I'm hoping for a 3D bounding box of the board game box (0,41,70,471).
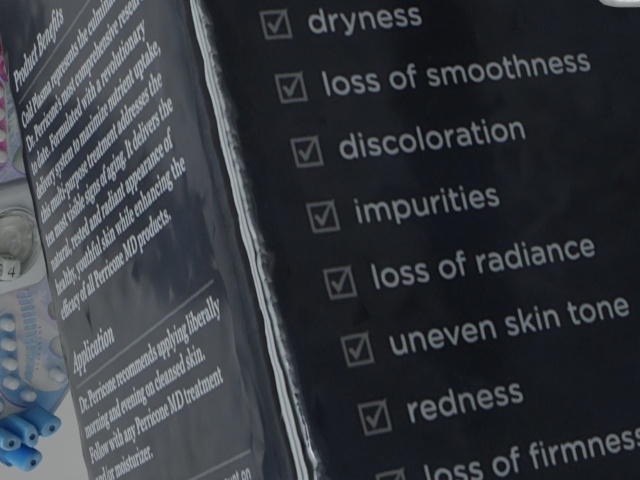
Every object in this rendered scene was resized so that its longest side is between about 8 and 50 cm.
[{"bbox_3d":[-0.324,0.004,1.868,0.390,0.050,0.390,-57,-45,-11],"label":"board game box"}]

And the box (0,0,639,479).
[{"bbox_3d":[0.104,-0.071,0.966,0.480,0.297,0.472,-7,-102,-26],"label":"box"}]

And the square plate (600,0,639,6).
[{"bbox_3d":[0.273,-0.259,0.652,0.049,0.347,0.344,12,-99,-54],"label":"square plate"}]
